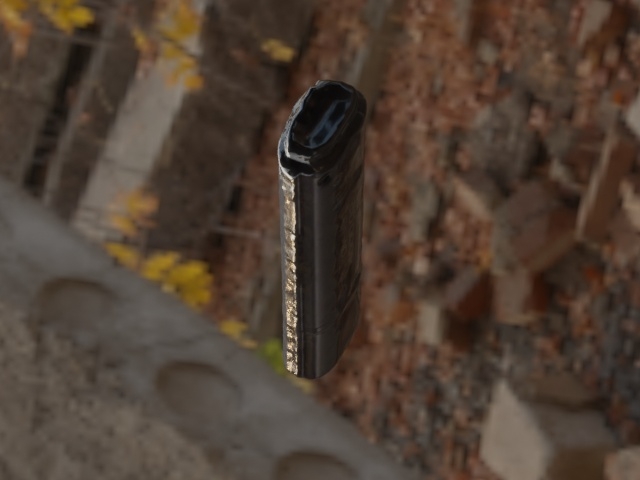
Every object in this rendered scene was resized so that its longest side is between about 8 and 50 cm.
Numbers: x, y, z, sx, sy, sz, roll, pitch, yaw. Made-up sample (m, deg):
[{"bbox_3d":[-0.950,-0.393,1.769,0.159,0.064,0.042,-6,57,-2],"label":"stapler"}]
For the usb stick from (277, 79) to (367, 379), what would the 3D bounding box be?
[{"bbox_3d":[0.000,0.000,1.231,0.077,0.045,0.278,-58,-16,-28],"label":"usb stick"}]
